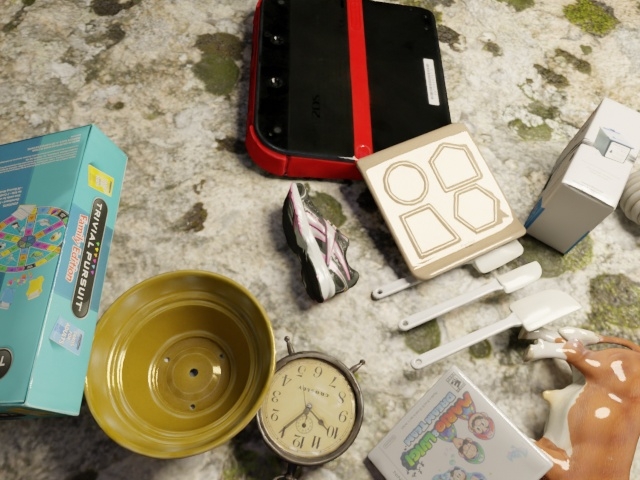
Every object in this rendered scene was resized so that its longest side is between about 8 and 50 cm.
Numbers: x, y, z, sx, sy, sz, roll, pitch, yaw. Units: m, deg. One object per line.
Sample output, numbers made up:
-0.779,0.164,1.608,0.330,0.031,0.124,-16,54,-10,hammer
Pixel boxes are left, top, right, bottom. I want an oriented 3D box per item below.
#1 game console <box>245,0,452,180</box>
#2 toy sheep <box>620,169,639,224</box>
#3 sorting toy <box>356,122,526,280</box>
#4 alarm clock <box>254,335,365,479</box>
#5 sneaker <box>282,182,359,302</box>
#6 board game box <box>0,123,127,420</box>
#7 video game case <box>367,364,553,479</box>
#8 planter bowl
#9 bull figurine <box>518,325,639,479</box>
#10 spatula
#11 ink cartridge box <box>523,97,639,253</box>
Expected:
0.050,-0.272,0.883,0.341,0.060,0.387,4,64,-10,game console
0.516,-0.062,0.801,0.091,0.091,0.132,9,44,-1,toy sheep
0.177,-0.062,0.769,0.192,0.038,0.208,-23,75,-15,sorting toy
-0.021,0.221,0.616,0.129,0.064,0.192,17,61,3,alarm clock
0.000,0.000,0.737,0.077,0.072,0.178,-11,72,-24,sneaker
-0.387,0.038,0.618,0.253,0.079,0.336,-8,63,15,board game box
0.153,0.250,0.588,0.157,0.019,0.143,-50,63,10,video game case
-0.160,0.151,0.621,0.217,0.090,0.217,1,63,-2,planter bowl
0.298,0.243,0.616,0.188,0.101,0.310,29,65,11,bull figurine
0.204,0.077,0.714,0.241,0.019,0.168,-21,50,-9,spatula
0.399,-0.096,0.774,0.082,0.140,0.191,30,64,11,ink cartridge box
